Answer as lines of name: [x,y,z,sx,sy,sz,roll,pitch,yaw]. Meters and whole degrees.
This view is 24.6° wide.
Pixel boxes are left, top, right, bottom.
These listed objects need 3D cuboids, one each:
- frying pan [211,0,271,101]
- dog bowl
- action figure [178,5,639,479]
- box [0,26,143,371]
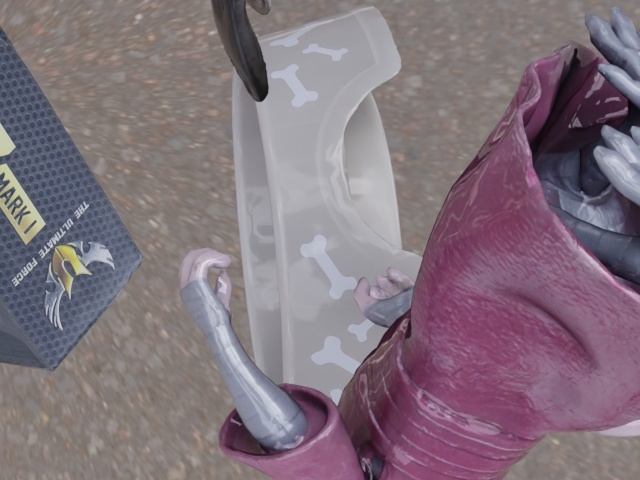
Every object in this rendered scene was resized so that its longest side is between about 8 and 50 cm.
frying pan: [-0.044,-0.154,0.726,0.053,0.197,0.326,-33,132,-3]
dog bowl: [0.000,0.000,1.104,0.102,0.349,0.348,-6,97,-7]
action figure: [0.086,0.075,0.755,0.276,0.248,0.370,46,122,21]
box: [-0.193,-0.048,0.489,0.059,0.233,0.183,-53,131,-34]
